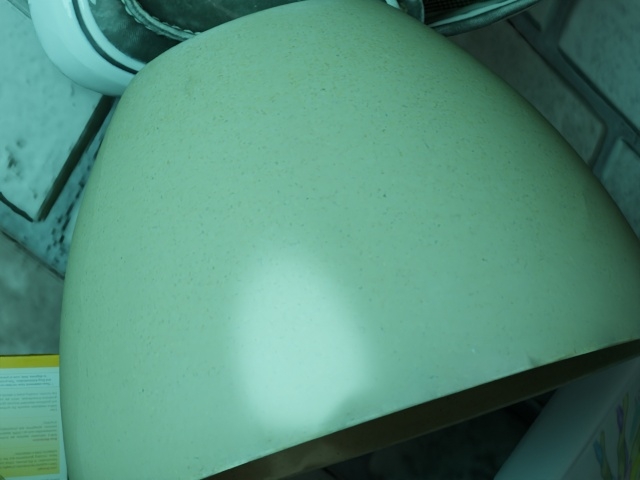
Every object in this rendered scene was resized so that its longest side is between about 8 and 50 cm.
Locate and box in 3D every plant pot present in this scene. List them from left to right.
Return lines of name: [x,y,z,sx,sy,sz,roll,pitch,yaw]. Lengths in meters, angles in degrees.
plant pot: [0.000,0.000,0.804,0.284,0.284,0.191,-11,79,-39]

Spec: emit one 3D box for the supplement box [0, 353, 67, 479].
supplement box: [-0.151,0.102,0.806,0.062,0.036,0.098,3,86,-41]

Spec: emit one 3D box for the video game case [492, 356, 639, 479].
video game case: [0.172,0.186,1.002,0.329,0.036,0.300,-49,139,-30]

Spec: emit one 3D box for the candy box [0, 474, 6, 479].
candy box: [-0.146,0.221,0.733,0.183,0.087,0.316,-42,115,-4]

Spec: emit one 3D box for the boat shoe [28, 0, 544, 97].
boat shoe: [0.011,-0.153,0.899,0.335,0.119,0.121,-20,100,-39]
